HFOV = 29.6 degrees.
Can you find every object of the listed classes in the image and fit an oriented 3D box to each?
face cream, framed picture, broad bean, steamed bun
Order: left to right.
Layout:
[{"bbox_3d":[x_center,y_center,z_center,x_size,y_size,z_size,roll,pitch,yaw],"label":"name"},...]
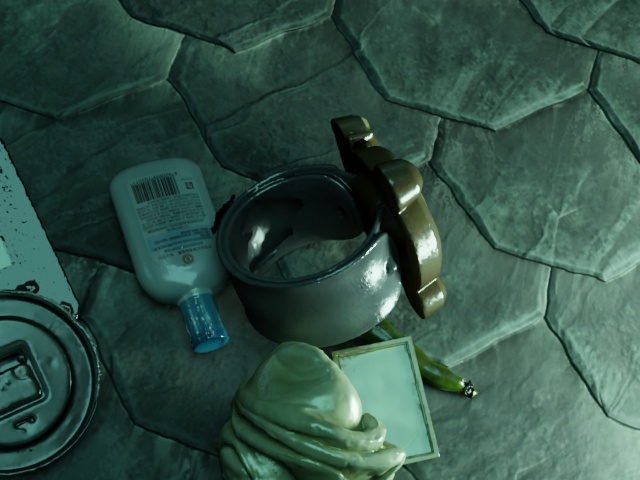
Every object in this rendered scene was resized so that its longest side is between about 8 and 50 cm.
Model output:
[{"bbox_3d":[-0.230,0.023,1.998,0.163,0.080,0.336,-14,67,-19],"label":"face cream"},{"bbox_3d":[-0.043,0.308,1.775,0.207,0.280,0.268,-37,76,-28],"label":"steamed bun"},{"bbox_3d":[0.104,0.264,1.956,0.136,0.010,0.201,-11,75,-7],"label":"framed picture"},{"bbox_3d":[0.130,0.180,2.013,0.297,0.043,0.060,37,51,7],"label":"broad bean"}]

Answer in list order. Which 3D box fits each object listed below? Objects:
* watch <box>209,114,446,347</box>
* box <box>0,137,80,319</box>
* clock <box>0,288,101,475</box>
[{"bbox_3d":[0.000,0.000,1.961,0.327,0.314,0.335,-24,42,-7],"label":"watch"},{"bbox_3d":[-0.540,0.013,1.922,0.211,0.058,0.350,-24,80,-21],"label":"box"},{"bbox_3d":[-0.472,0.214,1.825,0.281,0.055,0.280,4,78,-19],"label":"clock"}]
